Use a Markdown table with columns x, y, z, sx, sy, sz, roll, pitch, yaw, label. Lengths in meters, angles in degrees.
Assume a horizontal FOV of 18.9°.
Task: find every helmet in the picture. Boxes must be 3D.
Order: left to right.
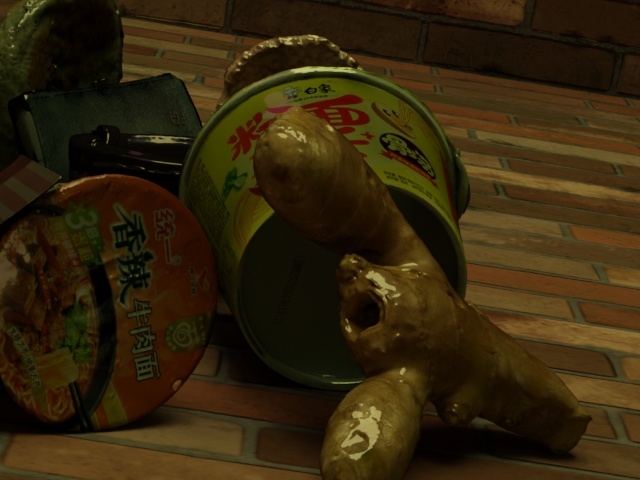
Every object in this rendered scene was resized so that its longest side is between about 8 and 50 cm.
| x | y | z | sx | sy | sz | roll | pitch | yaw | label |
| --- | --- | --- | --- | --- | --- | --- | --- | --- | --- |
| -0.171 | -0.038 | 2.160 | 0.231 | 0.160 | 0.279 | 4 | 13 | -18 | helmet |

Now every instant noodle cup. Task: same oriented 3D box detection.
| x | y | z | sx | sy | sz | roll | pitch | yaw | label |
| --- | --- | --- | --- | --- | --- | --- | --- | --- | --- |
| -0.235 | 0.042 | 1.747 | 0.230 | 0.230 | 0.182 | 0 | 9 | -32 | instant noodle cup |
| 0.017 | -0.001 | 1.947 | 0.311 | 0.311 | 0.221 | 6 | 25 | -13 | instant noodle cup |

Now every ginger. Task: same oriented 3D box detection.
| x | y | z | sx | sy | sz | roll | pitch | yaw | label |
| --- | --- | --- | --- | --- | --- | --- | --- | --- | --- |
| 0.080 | 0.064 | 1.760 | 0.122 | 0.363 | 0.348 | -33 | -23 | 30 | ginger |

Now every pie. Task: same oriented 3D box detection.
| x | y | z | sx | sy | sz | roll | pitch | yaw | label |
| --- | --- | --- | --- | --- | --- | --- | --- | --- | --- |
| -0.324 | -0.179 | 2.346 | 0.067 | 0.302 | 0.302 | 14 | 15 | 23 | pie |

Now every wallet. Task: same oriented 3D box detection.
| x | y | z | sx | sy | sz | roll | pitch | yaw | label |
| --- | --- | --- | --- | --- | --- | --- | --- | --- | --- |
| -0.244 | -0.103 | 2.345 | 0.046 | 0.190 | 0.379 | -16 | 2 | 28 | wallet |

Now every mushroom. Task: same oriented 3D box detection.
| x | y | z | sx | sy | sz | roll | pitch | yaw | label |
| --- | --- | --- | --- | --- | --- | --- | --- | --- | --- |
| 0.010 | -0.141 | 2.533 | 0.208 | 0.233 | 0.302 | -16 | 27 | -41 | mushroom |

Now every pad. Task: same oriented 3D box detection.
| x | y | z | sx | sy | sz | roll | pitch | yaw | label |
| --- | --- | --- | --- | --- | --- | --- | --- | --- | --- |
| -0.364 | 0.022 | 1.687 | 0.300 | 0.005 | 0.202 | -37 | 17 | -10 | pad |
